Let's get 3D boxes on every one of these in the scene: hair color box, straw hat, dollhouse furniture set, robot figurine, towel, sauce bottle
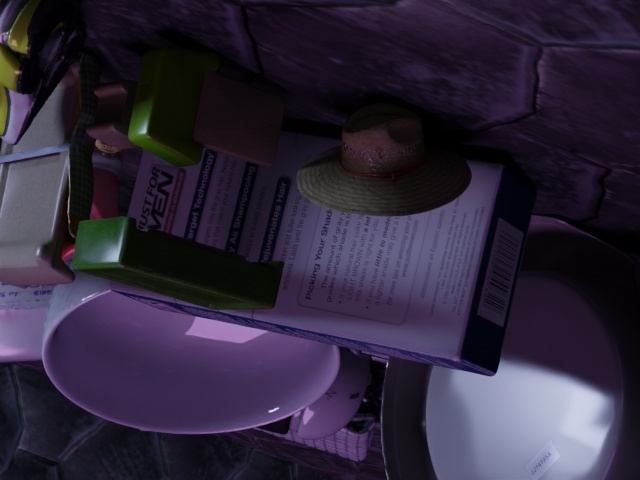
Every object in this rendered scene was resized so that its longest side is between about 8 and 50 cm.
[{"bbox_3d":[0.000,0.000,1.652,0.347,0.174,0.105,11,172,25],"label":"hair color box"},{"bbox_3d":[0.051,-0.077,1.518,0.144,0.144,0.061,11,123,23],"label":"straw hat"},{"bbox_3d":[-0.166,-0.050,1.637,0.151,0.197,0.301,16,169,-34],"label":"dollhouse furniture set"},{"bbox_3d":[-0.074,0.147,2.368,0.278,0.209,0.173,17,144,3],"label":"robot figurine"},{"bbox_3d":[-0.045,0.207,2.693,0.284,0.121,0.235,17,165,7],"label":"towel"},{"bbox_3d":[-0.198,-0.105,1.765,0.042,0.042,0.128,17,168,0],"label":"sauce bottle"}]

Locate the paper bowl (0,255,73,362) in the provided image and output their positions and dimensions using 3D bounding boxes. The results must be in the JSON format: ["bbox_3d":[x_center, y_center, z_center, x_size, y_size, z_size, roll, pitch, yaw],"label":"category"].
[{"bbox_3d":[-0.365,0.073,2.269,0.284,0.148,0.284,-3,177,0],"label":"paper bowl"}]

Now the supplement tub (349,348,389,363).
[{"bbox_3d":[0.105,0.081,1.985,0.190,0.117,0.117,13,166,16],"label":"supplement tub"}]

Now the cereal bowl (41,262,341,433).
[{"bbox_3d":[-0.145,0.081,2.113,0.339,0.141,0.339,-2,144,-1],"label":"cereal bowl"}]

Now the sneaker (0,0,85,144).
[{"bbox_3d":[-0.264,-0.168,1.507,0.121,0.111,0.300,33,164,-1],"label":"sneaker"}]

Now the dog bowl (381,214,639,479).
[{"bbox_3d":[0.209,0.155,1.719,0.102,0.348,0.349,11,173,-39],"label":"dog bowl"}]

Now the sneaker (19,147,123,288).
[{"bbox_3d":[-0.342,-0.011,1.892,0.314,0.136,0.116,-16,162,19],"label":"sneaker"}]
